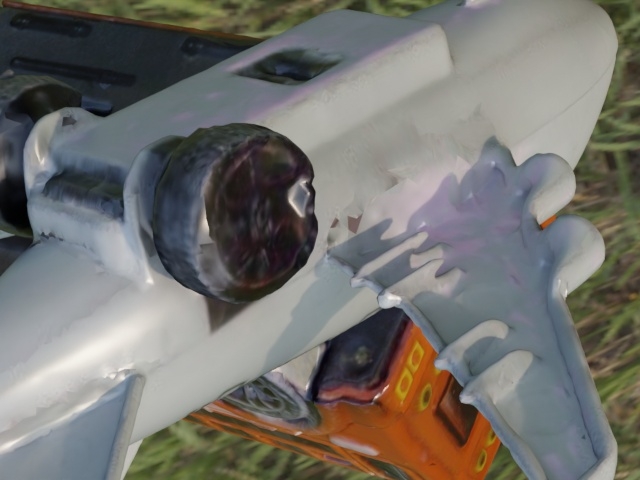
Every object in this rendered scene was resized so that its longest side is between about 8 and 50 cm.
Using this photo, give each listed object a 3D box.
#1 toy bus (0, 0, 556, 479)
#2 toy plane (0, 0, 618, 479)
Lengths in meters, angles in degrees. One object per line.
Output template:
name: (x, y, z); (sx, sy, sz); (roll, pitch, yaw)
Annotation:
toy bus: (-0.077, -0.006, 0.698); (0.329, 0.153, 0.143); (11, 66, 30)
toy plane: (-0.007, -0.010, 0.442); (0.251, 0.255, 0.101); (17, 135, 45)
